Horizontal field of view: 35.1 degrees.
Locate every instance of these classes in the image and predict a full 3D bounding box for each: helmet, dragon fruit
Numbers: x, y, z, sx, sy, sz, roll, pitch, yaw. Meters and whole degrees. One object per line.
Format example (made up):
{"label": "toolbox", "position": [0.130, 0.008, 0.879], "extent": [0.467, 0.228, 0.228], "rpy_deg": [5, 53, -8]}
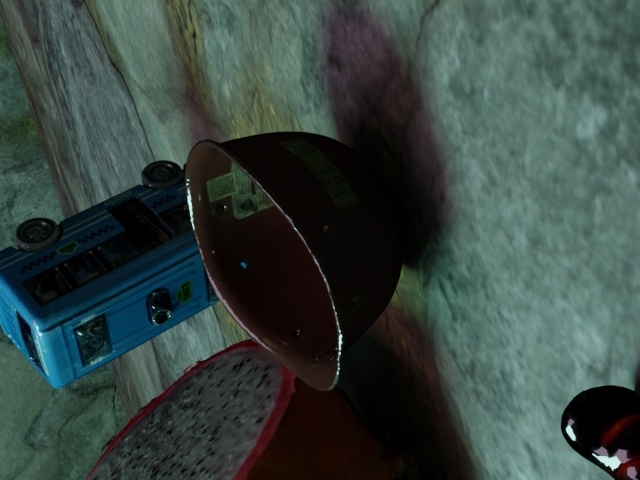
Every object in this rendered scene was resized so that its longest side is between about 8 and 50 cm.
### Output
{"label": "helmet", "position": [0.000, 0.000, 0.638], "extent": [0.175, 0.106, 0.155], "rpy_deg": [50, 152, 33]}
{"label": "dragon fruit", "position": [-0.048, 0.244, 0.765], "extent": [0.226, 0.305, 0.305], "rpy_deg": [43, 168, -17]}

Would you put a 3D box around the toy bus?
{"label": "toy bus", "position": [-0.184, 0.028, 0.973], "extent": [0.134, 0.246, 0.113], "rpy_deg": [41, 147, 35]}

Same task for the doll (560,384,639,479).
{"label": "doll", "position": [0.162, 0.156, 0.373], "extent": [0.248, 0.088, 0.127], "rpy_deg": [-129, 27, -53]}
